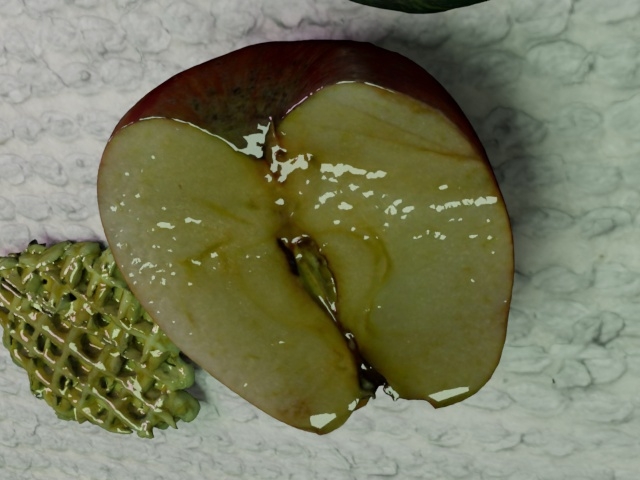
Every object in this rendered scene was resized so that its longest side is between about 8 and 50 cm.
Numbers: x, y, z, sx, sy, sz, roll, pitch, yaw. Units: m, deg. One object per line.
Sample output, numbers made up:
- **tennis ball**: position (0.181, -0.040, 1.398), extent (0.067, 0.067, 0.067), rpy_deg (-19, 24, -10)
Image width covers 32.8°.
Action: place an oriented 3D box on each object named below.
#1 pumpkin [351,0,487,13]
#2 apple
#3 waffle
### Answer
- **pumpkin**: position (0.072, -0.310, 0.748), extent (0.300, 0.207, 0.300), rpy_deg (23, 126, 35)
- **apple**: position (0.000, 0.000, 0.970), extent (0.328, 0.295, 0.365), rpy_deg (16, 138, 59)
- **waffle**: position (-0.303, 0.133, 1.411), extent (0.317, 0.073, 0.297), rpy_deg (-3, 119, 36)
